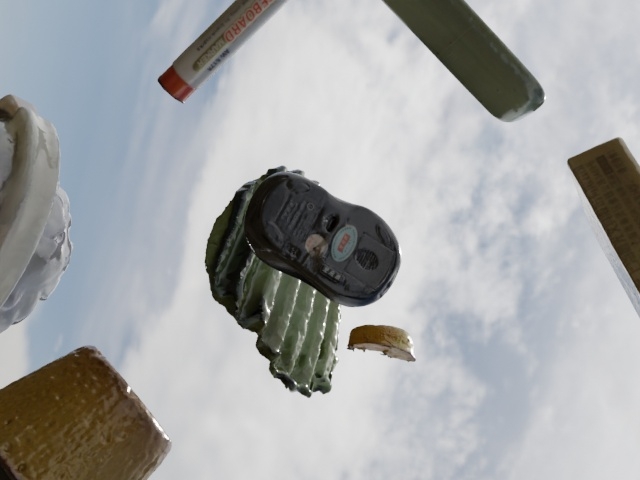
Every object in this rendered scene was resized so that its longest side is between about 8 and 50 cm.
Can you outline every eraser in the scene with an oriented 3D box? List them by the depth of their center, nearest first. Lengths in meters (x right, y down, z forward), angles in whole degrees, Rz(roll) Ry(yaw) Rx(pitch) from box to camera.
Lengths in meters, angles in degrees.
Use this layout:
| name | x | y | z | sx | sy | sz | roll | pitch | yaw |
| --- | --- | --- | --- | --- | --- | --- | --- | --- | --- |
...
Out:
| name | x | y | z | sx | sy | sz | roll | pitch | yaw |
| --- | --- | --- | --- | --- | --- | --- | --- | --- | --- |
| eraser | 0.381 | 0.032 | 1.095 | 0.078 | 0.144 | 0.343 | -25 | -142 | 12 |

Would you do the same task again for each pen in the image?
| name | x | y | z | sx | sy | sz | roll | pitch | yaw |
| --- | --- | --- | --- | --- | --- | --- | --- | --- | --- |
| pen | -0.017 | -0.175 | 0.622 | 0.239 | 0.028 | 0.028 | -40 | -138 | 18 |

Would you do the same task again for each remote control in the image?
| name | x | y | z | sx | sy | sz | roll | pitch | yaw |
| --- | --- | --- | --- | --- | --- | --- | --- | --- | --- |
| remote control | 0.104 | -0.236 | 0.962 | 0.038 | 0.309 | 0.090 | -46 | -176 | -14 |

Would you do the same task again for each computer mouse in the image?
| name | x | y | z | sx | sy | sz | roll | pitch | yaw |
| --- | --- | --- | --- | --- | --- | --- | --- | --- | --- |
| computer mouse | 0.000 | 0.000 | 1.349 | 0.137 | 0.233 | 0.096 | -59 | -169 | -22 |

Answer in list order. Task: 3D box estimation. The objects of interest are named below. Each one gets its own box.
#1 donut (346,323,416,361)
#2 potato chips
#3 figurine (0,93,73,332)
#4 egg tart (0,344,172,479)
| name | x | y | z | sx | sy | sz | roll | pitch | yaw |
| --- | --- | --- | --- | --- | --- | --- | --- | --- | --- |
| donut | 0.080 | 0.132 | 1.261 | 0.083 | 0.067 | 0.038 | -1 | -113 | 22 |
| potato chips | -0.048 | 0.051 | 1.602 | 0.070 | 0.358 | 0.429 | -16 | -142 | 25 |
| figurine | -0.213 | 0.000 | 0.548 | 0.237 | 0.141 | 0.162 | -11 | -122 | 48 |
| egg tart | -0.272 | 0.221 | 1.054 | 0.215 | 0.171 | 0.215 | 46 | -17 | 18 |
